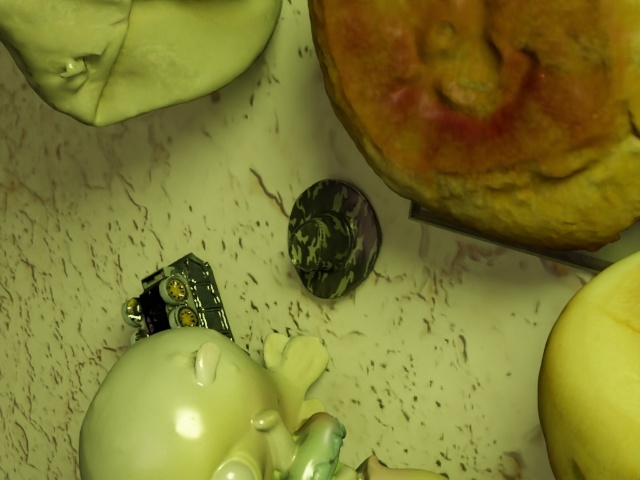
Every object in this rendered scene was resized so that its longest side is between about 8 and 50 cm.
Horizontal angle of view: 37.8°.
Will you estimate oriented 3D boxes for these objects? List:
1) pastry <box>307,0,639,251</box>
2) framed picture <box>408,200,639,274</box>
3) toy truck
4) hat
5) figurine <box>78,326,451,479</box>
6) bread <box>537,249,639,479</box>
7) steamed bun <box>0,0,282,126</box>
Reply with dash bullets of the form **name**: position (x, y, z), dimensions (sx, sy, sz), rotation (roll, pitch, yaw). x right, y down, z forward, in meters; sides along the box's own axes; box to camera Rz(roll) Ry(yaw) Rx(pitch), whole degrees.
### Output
- **pastry**: position (0.149, -0.157, 0.668), dimensions (0.356, 0.164, 0.356), rotation (20, 129, 27)
- **framed picture**: position (0.185, -0.071, 0.790), dimensions (0.231, 0.010, 0.173), rotation (19, 109, 31)
- **toy truck**: position (-0.140, 0.115, 1.008), dimensions (0.083, 0.092, 0.192), rotation (-28, 74, 35)
- **hat**: position (0.000, 0.000, 0.909), dimensions (0.121, 0.050, 0.121), rotation (5, 99, 35)
- **figurine**: position (-0.011, 0.201, 0.861), dimensions (0.394, 0.274, 0.226), rotation (26, 134, -3)
- **bread**: position (0.297, 0.114, 0.582), dimensions (0.333, 0.333, 0.160), rotation (1, 124, 35)
- **steamed bun**: position (-0.163, -0.288, 0.816), dimensions (0.255, 0.367, 0.342), rotation (-15, 51, 14)
